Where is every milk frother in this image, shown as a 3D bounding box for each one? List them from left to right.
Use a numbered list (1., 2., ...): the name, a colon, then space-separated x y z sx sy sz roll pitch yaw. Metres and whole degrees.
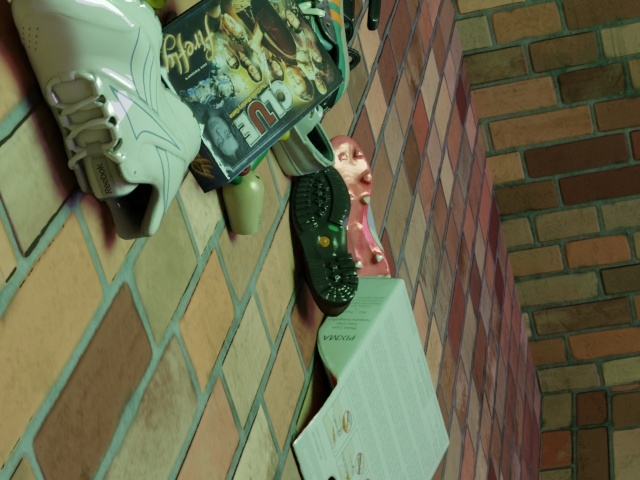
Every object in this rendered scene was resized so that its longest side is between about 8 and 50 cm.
1. milk frother: 0.016 -0.341 2.227 0.143 0.129 0.134 -51 -152 46

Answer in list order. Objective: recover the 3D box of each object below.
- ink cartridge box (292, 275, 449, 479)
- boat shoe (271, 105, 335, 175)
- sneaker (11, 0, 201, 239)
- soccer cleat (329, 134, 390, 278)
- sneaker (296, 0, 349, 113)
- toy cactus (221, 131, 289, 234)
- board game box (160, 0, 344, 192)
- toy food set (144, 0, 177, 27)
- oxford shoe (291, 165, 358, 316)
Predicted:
1. ink cartridge box: 0.049 0.279 2.016 0.385 0.091 0.308 -52 134 -48
2. boat shoe: -0.036 -0.168 1.902 0.227 0.081 0.079 62 24 -53
3. sneaker: -0.183 -0.114 1.266 0.297 0.111 0.129 60 30 -51
4. soccer cleat: 0.045 -0.034 2.174 0.095 0.083 0.248 -179 -107 -75
5. sneaker: -0.019 -0.321 2.013 0.121 0.108 0.302 -74 153 -68
6. toy cactus: -0.082 -0.099 1.677 0.219 0.112 0.180 -81 168 -73
7. board game box: -0.087 -0.179 1.526 0.165 0.042 0.243 57 43 -13
8. toy food set: -0.162 -0.319 1.535 0.128 0.071 0.217 -61 140 -67
9. oxford shoe: 0.000 0.000 1.982 0.096 0.083 0.227 102 -14 -62
